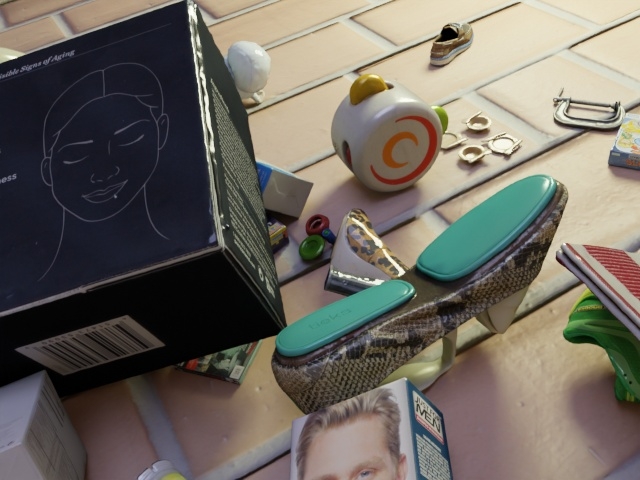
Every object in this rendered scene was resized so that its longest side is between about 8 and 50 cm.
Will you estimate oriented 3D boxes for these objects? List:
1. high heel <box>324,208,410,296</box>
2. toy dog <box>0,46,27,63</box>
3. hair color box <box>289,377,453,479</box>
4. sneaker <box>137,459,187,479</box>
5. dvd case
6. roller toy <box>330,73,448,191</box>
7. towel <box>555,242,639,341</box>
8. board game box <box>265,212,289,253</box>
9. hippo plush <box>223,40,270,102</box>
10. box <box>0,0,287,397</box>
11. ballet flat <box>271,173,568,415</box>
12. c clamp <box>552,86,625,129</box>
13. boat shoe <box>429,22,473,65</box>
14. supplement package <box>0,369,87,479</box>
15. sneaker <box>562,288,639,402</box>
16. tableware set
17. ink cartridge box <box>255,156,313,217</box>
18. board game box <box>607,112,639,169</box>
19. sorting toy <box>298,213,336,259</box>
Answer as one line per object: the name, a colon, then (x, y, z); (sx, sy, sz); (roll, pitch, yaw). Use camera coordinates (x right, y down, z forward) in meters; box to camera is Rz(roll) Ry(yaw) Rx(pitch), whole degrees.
high heel: (0.112, 0.036, 1.080); (0.186, 0.093, 0.261); (18, 32, -1)
toy dog: (-0.487, -0.232, 1.385); (0.407, 0.285, 0.395); (18, 14, 31)
hair color box: (0.057, 0.339, 0.676); (0.173, 0.105, 0.347); (-27, 37, 23)
sneaker: (-0.227, 0.372, 0.772); (0.094, 0.082, 0.208); (24, 55, 25)
dvd case: (-0.163, 0.180, 1.012); (0.119, 0.013, 0.087); (6, 45, 21)
roller toy: (0.121, -0.205, 1.227); (0.209, 0.191, 0.146); (13, 27, -35)
towel: (0.482, 0.097, 0.809); (0.328, 0.037, 0.237); (8, 31, -24)
board game box: (-0.167, 0.003, 1.179); (0.170, 0.048, 0.141); (-35, 49, -24)
hippo plush: (-0.234, -0.355, 1.510); (0.236, 0.235, 0.294); (-14, -4, -28)
box: (-0.346, -0.051, 0.987); (0.479, 0.297, 0.472); (-16, 59, 5)
ballet flat: (0.163, 0.098, 0.903); (0.482, 0.182, 0.164); (-33, 20, -8)
c clamp: (0.561, -0.279, 1.333); (0.160, 0.022, 0.137); (20, 51, 31)
boat shoe: (0.336, -0.510, 1.602); (0.066, 0.066, 0.183); (18, 50, 29)
supplement package: (-0.417, 0.300, 0.791); (0.194, 0.149, 0.203); (-22, 17, -10)
sneaker: (0.448, 0.179, 0.824); (0.123, 0.109, 0.295); (-48, 52, 1)
tableware set: (0.319, -0.210, 1.316); (0.141, 0.020, 0.169); (-27, 44, -16)
ink cartridge box: (-0.146, -0.127, 1.243); (0.231, 0.134, 0.078); (27, 98, 34)
board game box: (0.659, -0.173, 1.185); (0.201, 0.035, 0.136); (16, 49, 28)
sorting toy: (0.000, 0.000, 1.156); (0.061, 0.042, 0.102); (-8, 52, 27)
